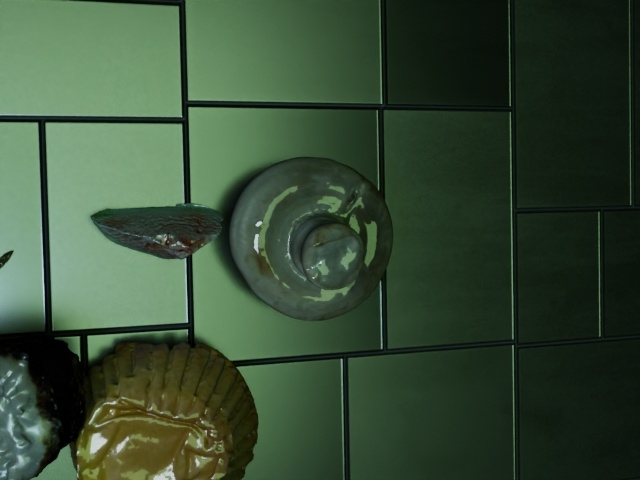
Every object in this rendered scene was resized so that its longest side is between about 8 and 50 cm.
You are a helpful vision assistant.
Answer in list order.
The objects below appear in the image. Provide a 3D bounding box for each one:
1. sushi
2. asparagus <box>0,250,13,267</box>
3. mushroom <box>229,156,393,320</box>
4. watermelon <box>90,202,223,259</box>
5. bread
[{"bbox_3d":[-0.459,0.236,1.057,0.344,0.182,0.196,-16,81,6],"label":"sushi"},{"bbox_3d":[-0.477,0.072,1.157,0.016,0.016,0.163,45,79,5],"label":"asparagus"},{"bbox_3d":[0.000,0.000,1.201,0.244,0.243,0.243,-1,92,-18],"label":"mushroom"},{"bbox_3d":[-0.228,-0.011,1.202,0.180,0.094,0.081,1,95,-3],"label":"watermelon"},{"bbox_3d":[-0.214,0.271,1.183,0.274,0.149,0.273,-2,98,-13],"label":"bread"}]
